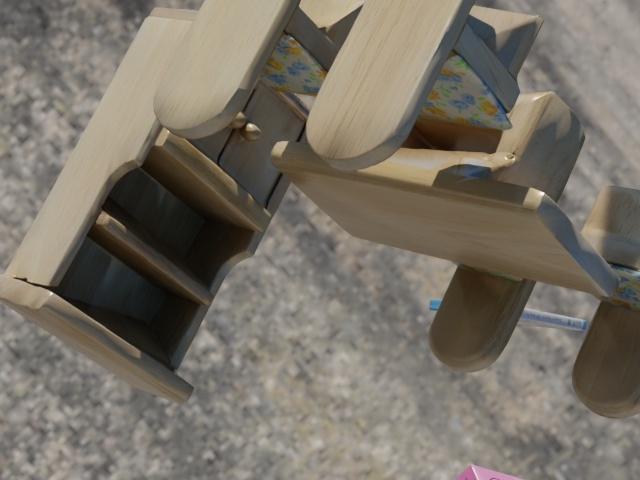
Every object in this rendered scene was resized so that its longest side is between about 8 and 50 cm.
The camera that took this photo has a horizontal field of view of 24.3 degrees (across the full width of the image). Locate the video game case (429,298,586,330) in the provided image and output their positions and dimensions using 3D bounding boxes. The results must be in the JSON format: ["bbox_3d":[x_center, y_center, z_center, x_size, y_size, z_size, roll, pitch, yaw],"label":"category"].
[{"bbox_3d":[0.224,0.089,1.766,0.166,0.119,0.015,12,83,-50],"label":"video game case"}]

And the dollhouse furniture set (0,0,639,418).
[{"bbox_3d":[0.000,0.000,1.024,0.394,0.256,0.362,14,-18,41],"label":"dollhouse furniture set"}]

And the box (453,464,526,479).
[{"bbox_3d":[0.241,0.372,1.546,0.243,0.117,0.213,22,31,-34],"label":"box"}]
